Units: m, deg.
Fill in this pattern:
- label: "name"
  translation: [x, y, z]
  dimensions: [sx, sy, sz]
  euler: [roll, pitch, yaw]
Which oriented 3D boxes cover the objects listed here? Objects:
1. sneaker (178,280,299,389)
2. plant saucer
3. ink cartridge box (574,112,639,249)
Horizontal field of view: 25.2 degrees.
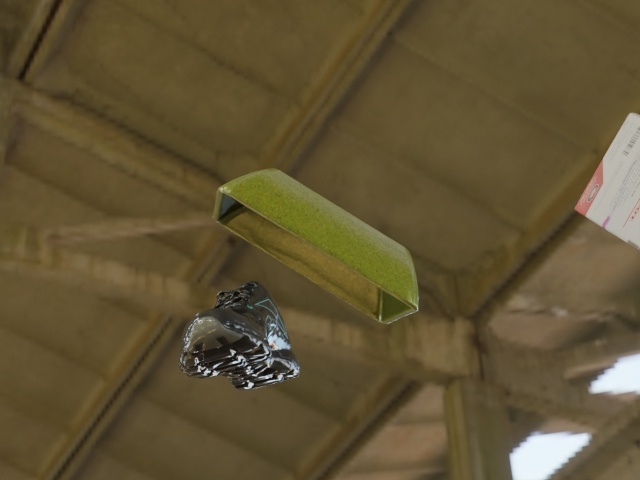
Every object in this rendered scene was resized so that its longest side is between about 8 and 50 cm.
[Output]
- label: "sneaker"
  translation: [-0.097, 0.098, 1.564]
  dimensions: [0.101, 0.106, 0.267]
  euler: [-14, -14, 8]
- label: "plant saucer"
  translation: [0.000, 0.000, 1.230]
  dimensions: [0.188, 0.045, 0.188]
  euler: [31, -9, -2]
- label: "ink cartridge box"
  translation: [0.323, -0.045, 1.350]
  dimensions: [0.067, 0.198, 0.115]
  euler: [28, -82, -13]
